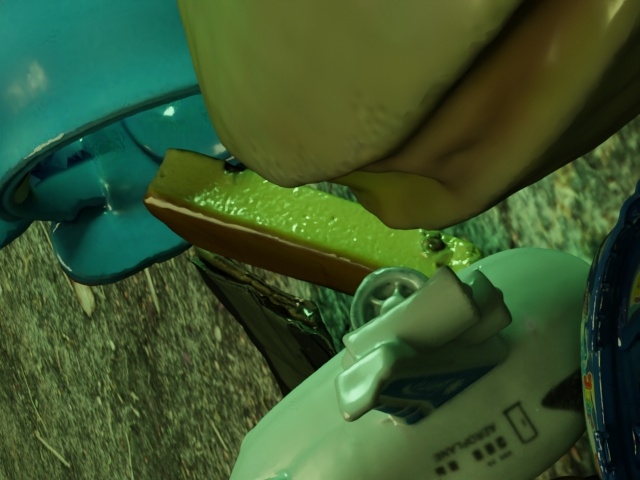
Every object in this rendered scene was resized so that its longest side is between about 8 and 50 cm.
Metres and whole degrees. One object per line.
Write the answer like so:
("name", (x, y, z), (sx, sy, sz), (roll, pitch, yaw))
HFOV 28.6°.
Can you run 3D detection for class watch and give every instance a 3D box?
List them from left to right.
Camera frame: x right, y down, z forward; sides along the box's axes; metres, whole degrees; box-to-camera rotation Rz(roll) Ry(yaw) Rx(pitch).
("watch", (-0.178, -0.105, 0.900), (0.242, 0.305, 0.274), (66, 157, 9))

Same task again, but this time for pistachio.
("pistachio", (0.062, -0.211, 0.465), (0.445, 0.281, 0.365), (118, 155, -42))

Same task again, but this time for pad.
("pad", (-0.006, 0.106, 0.922), (0.174, 0.022, 0.233), (28, 154, 50))

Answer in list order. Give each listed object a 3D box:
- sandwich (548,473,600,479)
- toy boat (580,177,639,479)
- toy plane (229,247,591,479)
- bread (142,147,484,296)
("sandwich", (0.176, 0.287, 0.701), (0.288, 0.099, 0.254), (50, 141, 24))
("toy boat", (0.176, 0.055, 0.606), (0.110, 0.091, 0.175), (-168, 68, -77))
("toy plane", (0.053, 0.105, 0.692), (0.123, 0.266, 0.267), (51, 144, 26))
("bread", (0.000, 0.000, 0.817), (0.226, 0.049, 0.088), (18, 165, 15))
